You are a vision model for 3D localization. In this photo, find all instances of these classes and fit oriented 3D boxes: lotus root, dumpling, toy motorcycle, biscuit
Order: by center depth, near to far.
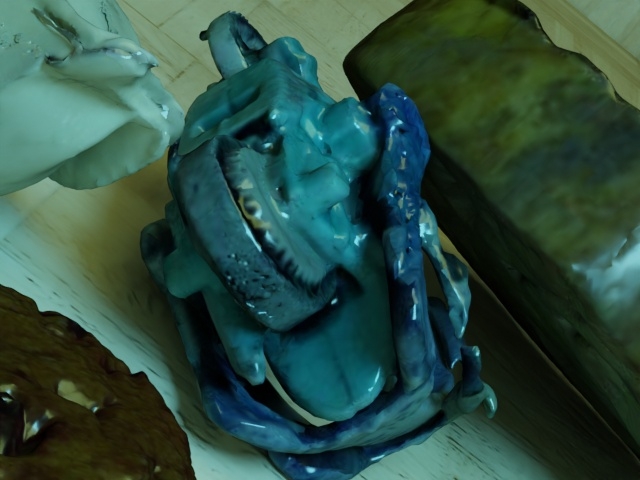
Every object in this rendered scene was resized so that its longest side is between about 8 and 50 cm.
[{"bbox_3d":[-0.125,0.058,0.458,0.192,0.049,0.192,23,16,-7],"label":"biscuit"},{"bbox_3d":[-0.145,-0.068,0.621,0.199,0.118,0.136,11,-29,28],"label":"dumpling"},{"bbox_3d":[0.000,0.000,0.720,0.206,0.154,0.260,52,16,-21],"label":"toy motorcycle"},{"bbox_3d":[0.160,0.018,0.866,0.390,0.111,0.375,50,0,-13],"label":"lotus root"}]
